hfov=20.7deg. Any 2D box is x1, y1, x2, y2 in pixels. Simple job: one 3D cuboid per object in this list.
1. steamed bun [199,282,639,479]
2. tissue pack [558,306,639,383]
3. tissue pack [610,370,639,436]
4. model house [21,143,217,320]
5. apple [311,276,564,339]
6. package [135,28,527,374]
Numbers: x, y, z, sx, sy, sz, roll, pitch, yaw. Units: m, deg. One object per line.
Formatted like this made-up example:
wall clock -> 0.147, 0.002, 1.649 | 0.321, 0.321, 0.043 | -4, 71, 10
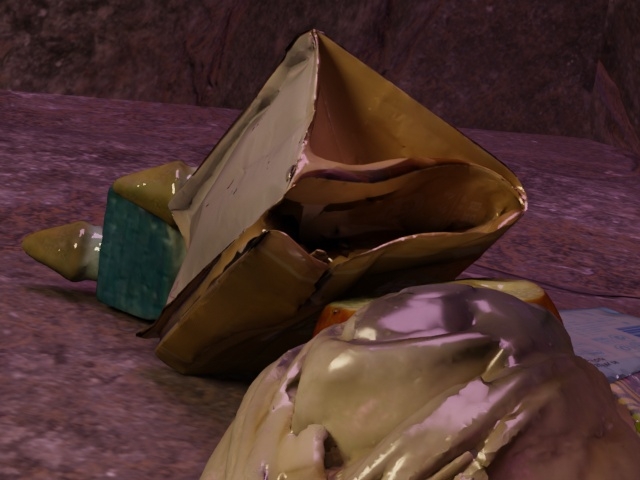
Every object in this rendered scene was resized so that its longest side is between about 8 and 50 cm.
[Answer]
steamed bun -> 0.063, 0.123, 0.996 | 0.268, 0.207, 0.280 | 4, 10, -22
tissue pack -> 0.207, 0.119, 1.460 | 0.263, 0.089, 0.177 | -5, 16, -44
tissue pack -> 0.257, 0.150, 1.293 | 0.109, 0.060, 0.148 | 48, 28, 19
model house -> -0.120, -0.019, 1.666 | 0.324, 0.194, 0.267 | 5, 11, -1
apple -> 0.084, 0.096, 1.263 | 0.195, 0.160, 0.173 | -5, 23, -39
package -> -0.018, 0.021, 1.365 | 0.221, 0.165, 0.311 | 36, -34, -7
